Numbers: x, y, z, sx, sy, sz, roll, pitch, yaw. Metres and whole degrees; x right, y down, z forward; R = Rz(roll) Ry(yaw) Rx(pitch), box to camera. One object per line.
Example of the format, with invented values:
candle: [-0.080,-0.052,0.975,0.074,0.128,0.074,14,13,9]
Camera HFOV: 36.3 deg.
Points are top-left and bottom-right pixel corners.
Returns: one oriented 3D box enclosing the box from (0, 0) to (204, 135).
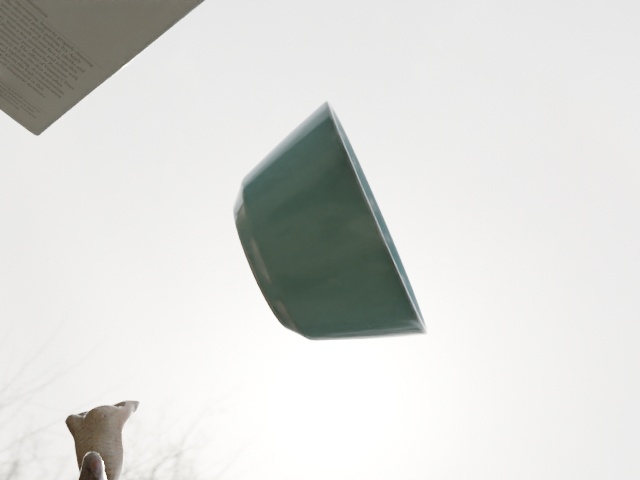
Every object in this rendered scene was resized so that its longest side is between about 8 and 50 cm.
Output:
box: [-0.287,-0.323,1.211,0.345,0.215,0.168,-29,-55,33]

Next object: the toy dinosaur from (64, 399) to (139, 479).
toy dinosaur: [-0.138,0.187,0.396,0.296,0.127,0.200,-33,-116,28]

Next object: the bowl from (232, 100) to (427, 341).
bowl: [0.000,0.000,1.210,0.311,0.163,0.311,-22,90,-84]
